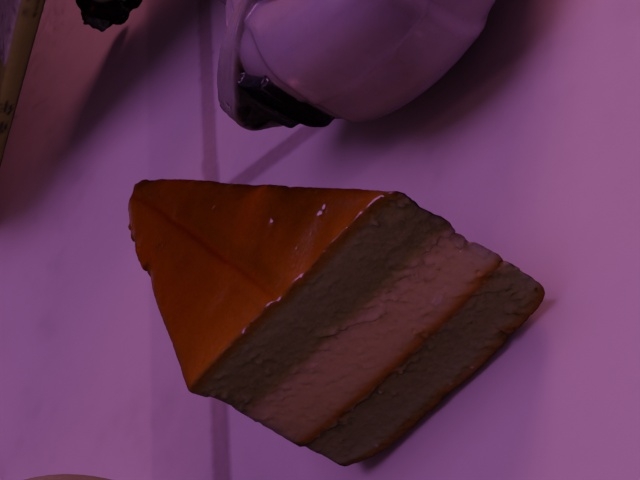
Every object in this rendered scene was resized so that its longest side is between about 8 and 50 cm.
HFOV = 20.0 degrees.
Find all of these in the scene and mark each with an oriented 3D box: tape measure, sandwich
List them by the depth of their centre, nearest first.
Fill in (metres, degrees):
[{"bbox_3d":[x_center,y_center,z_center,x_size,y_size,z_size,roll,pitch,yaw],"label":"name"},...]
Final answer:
[{"bbox_3d":[0.000,0.000,0.899,0.144,0.117,0.187,-46,35,16],"label":"sandwich"},{"bbox_3d":[0.025,-0.156,0.969,0.236,0.120,0.197,-36,36,39],"label":"tape measure"}]

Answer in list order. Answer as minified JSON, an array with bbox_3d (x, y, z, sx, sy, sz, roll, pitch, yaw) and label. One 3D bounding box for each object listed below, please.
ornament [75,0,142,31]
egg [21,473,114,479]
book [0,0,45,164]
[{"bbox_3d":[-0.124,-0.223,1.203,0.196,0.153,0.166,-51,34,30],"label":"ornament"},{"bbox_3d":[-0.109,0.218,0.798,0.218,0.218,0.295,-47,25,19],"label":"egg"},{"bbox_3d":[-0.212,-0.200,1.251,0.352,0.035,0.239,116,154,-44],"label":"book"}]
